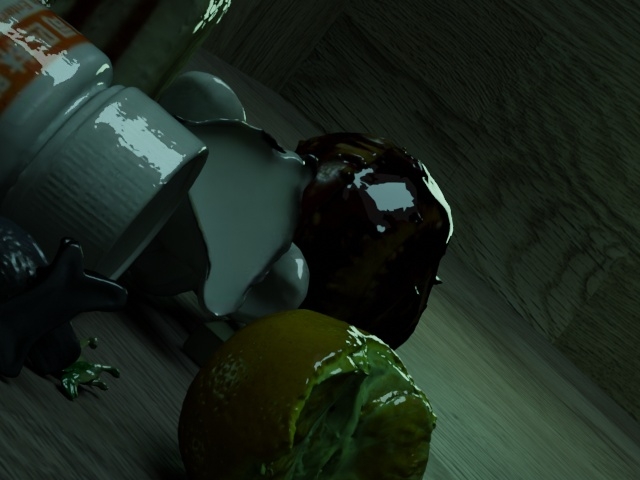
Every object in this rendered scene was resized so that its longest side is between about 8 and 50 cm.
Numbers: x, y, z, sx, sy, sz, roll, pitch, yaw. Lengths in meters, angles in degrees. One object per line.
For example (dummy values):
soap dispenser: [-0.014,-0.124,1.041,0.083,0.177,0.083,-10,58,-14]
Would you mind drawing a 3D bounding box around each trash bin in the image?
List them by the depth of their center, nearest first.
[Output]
trash bin: [-0.094,0.112,1.867,0.061,0.043,0.092,41,12,18]

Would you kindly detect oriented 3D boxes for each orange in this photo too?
orange: [-0.019,0.145,1.520,0.158,0.179,0.237,43,15,34]

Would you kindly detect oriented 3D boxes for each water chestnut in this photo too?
water chestnut: [0.000,0.000,2.076,0.300,0.300,0.300,37,8,-6]

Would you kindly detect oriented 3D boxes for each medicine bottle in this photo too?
medicine bottle: [-0.301,-0.122,1.660,0.371,0.211,0.211,38,8,4]

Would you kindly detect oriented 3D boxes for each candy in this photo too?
candy: [-0.228,-0.166,1.849,0.135,0.320,0.179,39,5,-2]

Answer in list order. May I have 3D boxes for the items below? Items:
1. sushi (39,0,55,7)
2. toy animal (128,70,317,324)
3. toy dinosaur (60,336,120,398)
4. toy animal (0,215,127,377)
sushi: [-0.328,-0.213,2.147,0.417,0.176,0.417,37,8,-7]
toy animal: [-0.119,-0.045,1.878,0.174,0.249,0.289,-19,25,-25]
toy dinosaur: [-0.209,0.096,1.531,0.060,0.029,0.119,9,22,-37]
toy animal: [-0.242,0.034,1.502,0.117,0.121,0.210,55,-9,-32]
